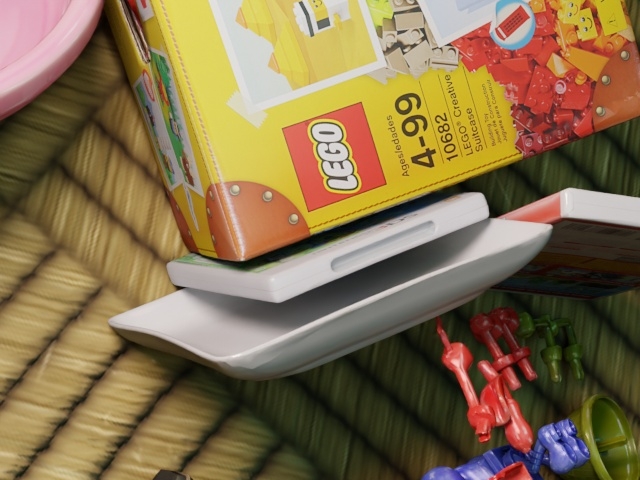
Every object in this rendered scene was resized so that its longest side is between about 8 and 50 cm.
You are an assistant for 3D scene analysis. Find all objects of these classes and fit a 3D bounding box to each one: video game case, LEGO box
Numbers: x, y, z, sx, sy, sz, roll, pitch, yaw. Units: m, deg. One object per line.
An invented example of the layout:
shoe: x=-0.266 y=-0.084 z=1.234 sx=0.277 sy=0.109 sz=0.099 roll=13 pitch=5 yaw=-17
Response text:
video game case: x=0.000 y=0.000 z=1.158 sx=0.193 sy=0.212 sz=0.023 roll=-21 pitch=101 yaw=-24
video game case: x=0.218 y=0.009 z=1.204 sx=0.204 sy=0.285 sz=0.025 roll=7 pitch=76 yaw=-21
LEGO box: x=0.003 y=-0.282 z=1.155 sx=0.372 sy=0.193 sz=0.500 roll=-20 pitch=98 yaw=-16

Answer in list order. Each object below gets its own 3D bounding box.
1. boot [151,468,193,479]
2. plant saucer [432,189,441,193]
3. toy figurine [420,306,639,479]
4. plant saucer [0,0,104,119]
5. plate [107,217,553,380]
boot: x=-0.090 y=0.289 z=1.147 sx=0.137 sy=0.077 sz=0.198 roll=14 pitch=88 yaw=-24
plant saucer: x=0.072 y=-0.093 z=1.310 sx=0.119 sy=0.021 sz=0.119 roll=5 pitch=77 yaw=-21
toy figurine: x=0.116 y=0.191 z=1.218 sx=0.191 sy=0.217 sz=0.362 roll=60 pitch=21 yaw=13
plant saucer: x=-0.326 y=-0.180 z=1.068 sx=0.332 sy=0.084 sz=0.332 roll=4 pitch=50 yaw=-5
plate: x=0.002 y=0.044 z=1.116 sx=0.277 sy=0.278 sz=0.045 roll=-20 pitch=101 yaw=-23
